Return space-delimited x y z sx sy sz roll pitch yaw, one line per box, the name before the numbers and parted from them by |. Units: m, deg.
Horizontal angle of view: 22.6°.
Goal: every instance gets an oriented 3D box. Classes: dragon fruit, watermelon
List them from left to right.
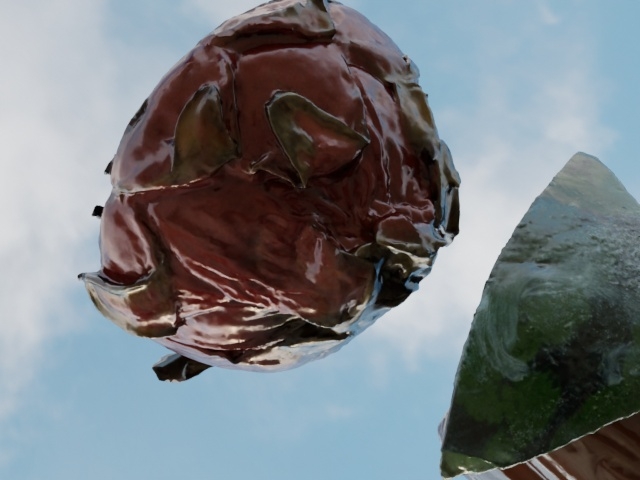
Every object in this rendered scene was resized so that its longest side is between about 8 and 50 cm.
dragon fruit | 0.001 -0.004 0.857 0.224 0.148 0.218 -47 -32 -11
watermelon | 0.101 0.042 0.628 0.101 0.155 0.080 28 -55 24

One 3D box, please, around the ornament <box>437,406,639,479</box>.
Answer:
ornament | 0.202 0.130 0.854 0.235 0.217 0.221 -13 -34 -48
